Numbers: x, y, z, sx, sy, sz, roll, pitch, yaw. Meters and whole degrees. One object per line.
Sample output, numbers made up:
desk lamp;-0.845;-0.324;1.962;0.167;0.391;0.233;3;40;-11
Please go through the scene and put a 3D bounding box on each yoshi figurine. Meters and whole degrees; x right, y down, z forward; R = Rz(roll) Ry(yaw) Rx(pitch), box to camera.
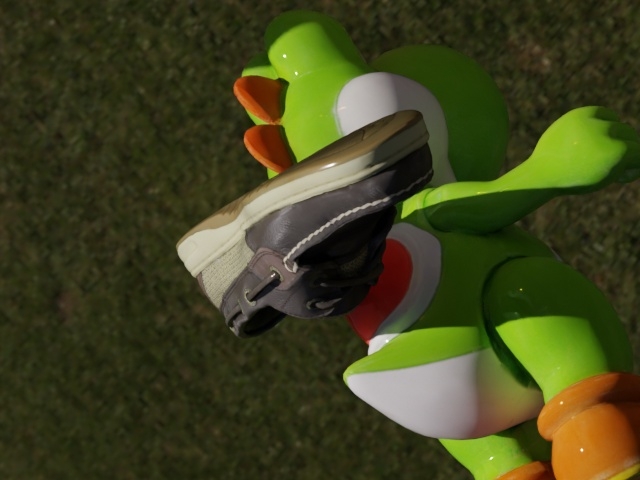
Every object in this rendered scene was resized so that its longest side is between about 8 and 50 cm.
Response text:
yoshi figurine;0.095;0.001;0.822;0.362;0.203;0.203;57;-175;24

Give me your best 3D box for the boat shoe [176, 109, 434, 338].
boat shoe;-0.001;0.001;0.657;0.073;0.080;0.223;62;152;-1
